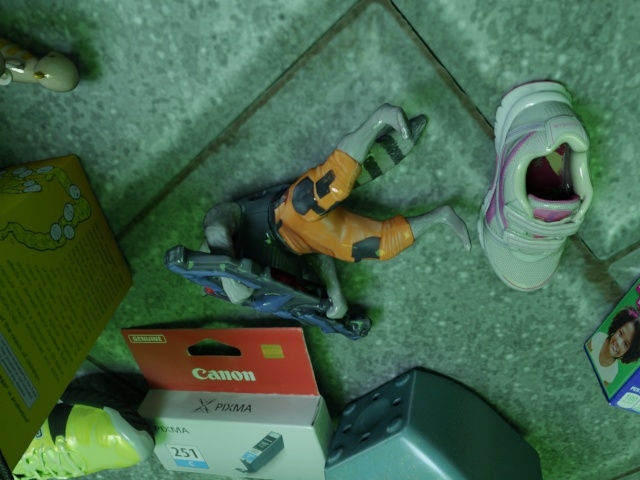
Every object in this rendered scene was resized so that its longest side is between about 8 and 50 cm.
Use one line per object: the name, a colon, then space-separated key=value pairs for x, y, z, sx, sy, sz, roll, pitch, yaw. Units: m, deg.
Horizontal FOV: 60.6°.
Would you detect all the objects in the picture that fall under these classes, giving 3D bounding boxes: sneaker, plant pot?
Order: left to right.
sneaker: x=-0.427 y=0.318 z=0.827 sx=0.384 sy=0.147 sz=0.145 roll=-5 pitch=122 yaw=18
plant pot: x=0.147 y=0.342 z=0.788 sx=0.247 sy=0.248 sz=0.252 roll=-35 pitch=98 yaw=23
sneaker: x=0.236 y=-0.037 z=0.607 sx=0.103 sy=0.111 sz=0.252 roll=-6 pitch=122 yaw=7

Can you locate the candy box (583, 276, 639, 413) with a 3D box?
candy box: x=0.538 y=0.093 z=0.665 sx=0.268 sy=0.122 sz=0.317 roll=16 pitch=121 yaw=-6

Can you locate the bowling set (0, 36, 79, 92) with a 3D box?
bowling set: x=-0.327 y=-0.227 z=0.446 sx=0.154 sy=0.287 sz=0.200 roll=15 pitch=109 yaw=5

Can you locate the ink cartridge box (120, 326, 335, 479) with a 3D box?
ink cartridge box: x=-0.140 y=0.247 z=0.812 sx=0.296 sy=0.066 sz=0.261 roll=-4 pitch=123 yaw=18

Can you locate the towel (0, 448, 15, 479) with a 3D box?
towel: x=-0.385 y=0.177 z=0.368 sx=0.324 sy=0.056 sz=0.312 roll=-3 pitch=120 yaw=-6

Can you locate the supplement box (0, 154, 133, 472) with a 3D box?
supplement box: x=-0.378 y=0.077 z=0.571 sx=0.194 sy=0.356 sz=0.195 roll=-8 pitch=119 yaw=9

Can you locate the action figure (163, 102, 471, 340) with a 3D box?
action figure: x=0.000 y=0.000 z=0.656 sx=0.330 sy=0.179 sz=0.341 roll=-20 pitch=149 yaw=22
